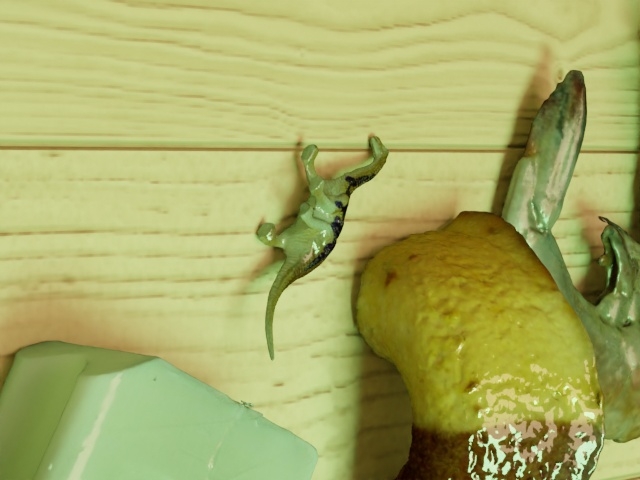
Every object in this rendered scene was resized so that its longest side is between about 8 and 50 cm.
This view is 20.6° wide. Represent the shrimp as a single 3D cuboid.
[{"bbox_3d":[0.225,-0.032,1.277,0.247,0.085,0.360,8,91,-36],"label":"shrimp"}]

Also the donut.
[{"bbox_3d":[0.090,0.130,1.112,0.112,0.151,0.295,0,93,-33],"label":"donut"}]

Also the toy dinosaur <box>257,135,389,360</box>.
[{"bbox_3d":[-0.007,-0.011,1.082,0.058,0.037,0.180,50,60,-27],"label":"toy dinosaur"}]

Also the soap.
[{"bbox_3d":[-0.129,0.210,0.943,0.173,0.095,0.289,35,70,-38],"label":"soap"}]
